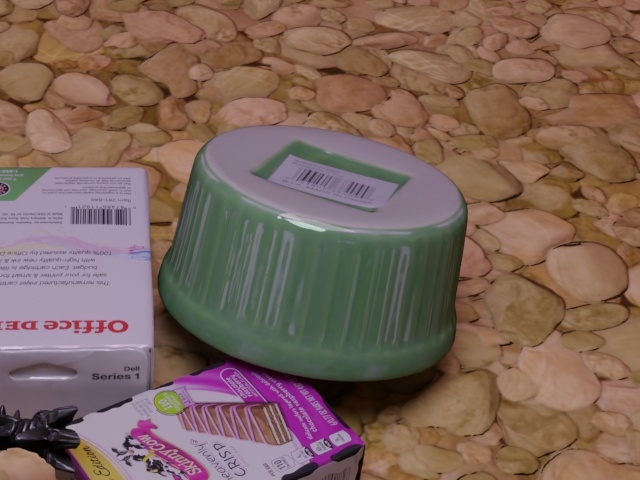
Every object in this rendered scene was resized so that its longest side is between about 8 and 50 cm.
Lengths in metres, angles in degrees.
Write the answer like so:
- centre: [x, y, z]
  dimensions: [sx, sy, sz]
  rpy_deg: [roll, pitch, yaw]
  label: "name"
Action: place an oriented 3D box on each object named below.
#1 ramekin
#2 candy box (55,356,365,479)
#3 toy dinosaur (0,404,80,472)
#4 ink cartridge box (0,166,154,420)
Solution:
- centre: [0.000, 0.000, 1.491]
  dimensions: [0.303, 0.148, 0.303]
  rpy_deg: [10, 23, -4]
  label: "ramekin"
- centre: [-0.100, 0.197, 1.357]
  dimensions: [0.233, 0.071, 0.159]
  rpy_deg: [-21, 46, -29]
  label: "candy box"
- centre: [-0.317, 0.198, 1.232]
  dimensions: [0.218, 0.164, 0.322]
  rpy_deg: [3, 31, -20]
  label: "toy dinosaur"
- centre: [-0.266, 0.053, 1.475]
  dimensions: [0.201, 0.117, 0.278]
  rpy_deg: [0, 39, -8]
  label: "ink cartridge box"
